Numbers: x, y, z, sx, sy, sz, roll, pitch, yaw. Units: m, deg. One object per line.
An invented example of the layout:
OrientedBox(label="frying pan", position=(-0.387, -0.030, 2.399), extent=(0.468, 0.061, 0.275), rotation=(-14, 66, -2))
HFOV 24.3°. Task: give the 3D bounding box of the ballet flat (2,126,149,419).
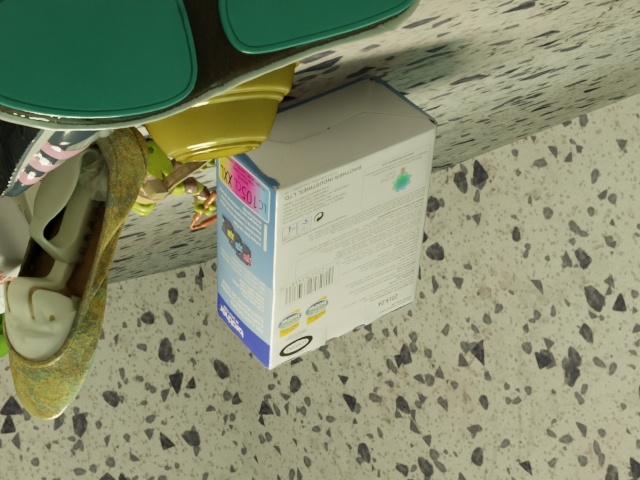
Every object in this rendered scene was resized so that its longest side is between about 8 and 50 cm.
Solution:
OrientedBox(label="ballet flat", position=(-0.290, 0.026, 1.644), extent=(0.123, 0.349, 0.123), rotation=(18, 180, 0))

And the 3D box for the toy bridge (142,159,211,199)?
OrientedBox(label="toy bridge", position=(-0.163, -0.119, 1.985), extent=(0.188, 0.026, 0.063), rotation=(-42, 164, 28))

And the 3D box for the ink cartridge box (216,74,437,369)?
OrientedBox(label="ink cartridge box", position=(0.000, 0.000, 2.069), extent=(0.270, 0.151, 0.396), rotation=(-23, 136, -27))

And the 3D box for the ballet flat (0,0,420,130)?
OrientedBox(label="ballet flat", position=(-0.110, -0.179, 1.203), extent=(0.400, 0.139, 0.139), rotation=(-16, 176, -16))

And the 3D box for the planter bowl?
OrientedBox(label="planter bowl", position=(-0.121, -0.140, 1.663), extent=(0.217, 0.090, 0.217), rotation=(-10, 177, -1))

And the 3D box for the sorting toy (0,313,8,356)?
OrientedBox(label="sorting toy", position=(-0.480, 0.087, 2.281), extent=(0.126, 0.127, 0.366), rotation=(-29, -153, 42))

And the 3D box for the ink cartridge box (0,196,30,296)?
OrientedBox(label="ink cartridge box", position=(-0.529, 0.065, 1.702), extent=(0.384, 0.160, 0.279), rotation=(-35, 177, 0))

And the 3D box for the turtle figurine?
OrientedBox(label="turtle figurine", position=(-0.226, -0.087, 2.145), extent=(0.269, 0.087, 0.217), rotation=(2, 158, -24))

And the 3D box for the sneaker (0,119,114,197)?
OrientedBox(label="sneaker", position=(-0.252, -0.117, 1.454), extent=(0.131, 0.112, 0.319), rotation=(-11, 175, -26))

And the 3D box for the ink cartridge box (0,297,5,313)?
OrientedBox(label="ink cartridge box", position=(-0.545, 0.046, 2.185), extent=(0.208, 0.087, 0.153), rotation=(-17, 134, 7))

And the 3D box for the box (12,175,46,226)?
OrientedBox(label="box", position=(-0.435, -0.028, 1.957), extent=(0.275, 0.113, 0.094), rotation=(-21, 173, 39))
